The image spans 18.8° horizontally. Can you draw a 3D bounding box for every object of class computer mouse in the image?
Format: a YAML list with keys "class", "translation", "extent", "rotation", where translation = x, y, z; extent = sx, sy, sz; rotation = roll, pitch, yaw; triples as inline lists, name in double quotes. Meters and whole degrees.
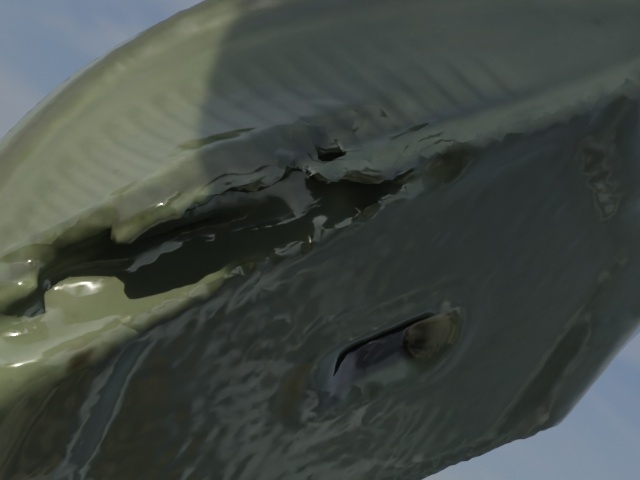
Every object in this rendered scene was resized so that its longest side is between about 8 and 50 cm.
- class: "computer mouse"
  translation: [0.000, -0.003, 0.746]
  extent: [0.145, 0.429, 0.228]
  rotation: [50, -32, 36]
